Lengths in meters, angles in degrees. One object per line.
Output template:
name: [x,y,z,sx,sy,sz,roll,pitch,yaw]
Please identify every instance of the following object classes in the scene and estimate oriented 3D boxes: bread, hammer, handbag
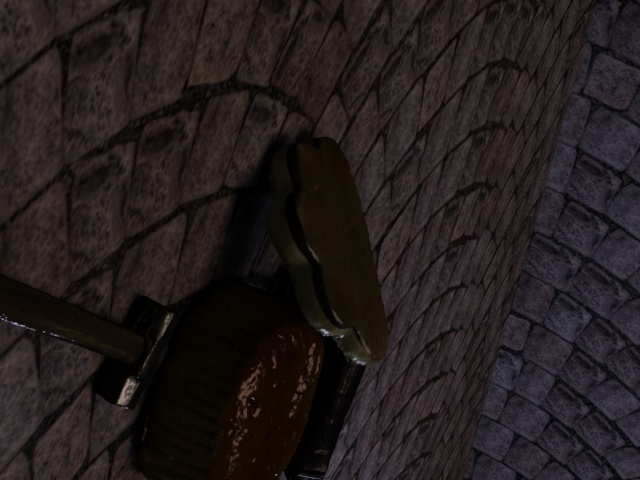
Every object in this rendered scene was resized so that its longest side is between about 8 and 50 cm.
bread: [-0.098,0.181,1.673,0.227,0.142,0.253,-9,123,-62]
bread: [0.000,0.000,1.668,0.207,0.056,0.287,28,45,-56]
hammer: [-0.225,0.079,1.320,0.111,0.043,0.365,-63,161,-5]
handbag: [-0.007,0.167,1.849,0.247,0.080,0.223,-120,-135,-64]
